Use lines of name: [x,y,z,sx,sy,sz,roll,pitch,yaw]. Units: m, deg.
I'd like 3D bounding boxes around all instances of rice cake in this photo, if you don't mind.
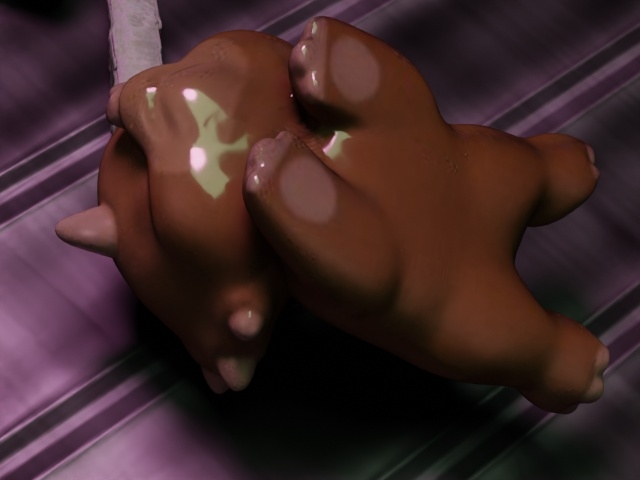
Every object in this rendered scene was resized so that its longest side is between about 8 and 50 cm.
rice cake: [-0.110,-0.137,1.130,0.033,0.033,0.207,0,52,-11]

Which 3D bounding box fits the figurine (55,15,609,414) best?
figurine: [-0.003,-0.005,0.974,0.247,0.173,0.177,14,67,-36]
